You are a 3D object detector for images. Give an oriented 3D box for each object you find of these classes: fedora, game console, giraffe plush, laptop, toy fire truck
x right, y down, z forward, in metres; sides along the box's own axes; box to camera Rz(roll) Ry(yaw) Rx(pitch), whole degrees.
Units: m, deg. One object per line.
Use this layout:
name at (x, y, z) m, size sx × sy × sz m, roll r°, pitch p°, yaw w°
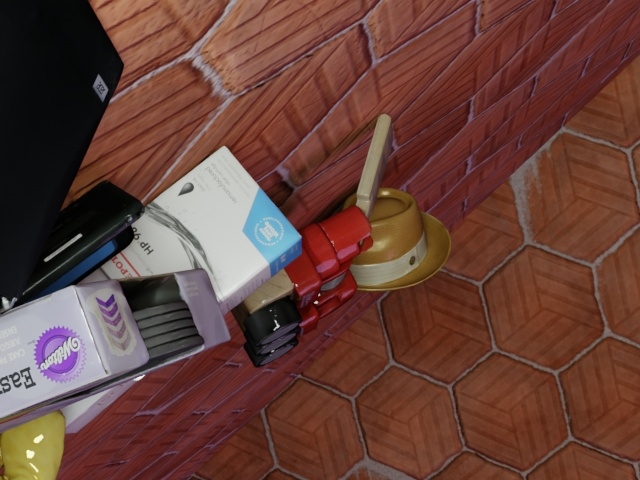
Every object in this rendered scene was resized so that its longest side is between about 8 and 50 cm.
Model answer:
fedora at (0.071, -0.012, 1.693) m, size 0.194 × 0.194 × 0.079 m, roll -34°, pitch 132°, yaw -35°
game console at (-0.176, 0.021, 0.952) m, size 0.122 × 0.071 × 0.107 m, roll -38°, pitch -150°, yaw -15°
giraffe plush at (-0.327, 0.230, 1.156) m, size 0.170 × 0.210 × 0.181 m, roll 15°, pitch 134°, yaw -44°
laptop at (-0.232, -0.030, 0.678) m, size 0.264 × 0.136 × 0.234 m, roll -14°, pitch 169°, yaw -1°
toy fire truck at (0.000, 0.000, 1.447) m, size 0.246 × 0.158 × 0.217 m, roll -28°, pitch 169°, yaw -9°

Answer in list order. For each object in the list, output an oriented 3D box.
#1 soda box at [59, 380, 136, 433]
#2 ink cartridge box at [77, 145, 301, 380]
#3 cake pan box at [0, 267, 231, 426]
soda box at (-0.184, 0.093, 1.301) m, size 0.216 × 0.069 × 0.074 m, roll -41°, pitch 171°, yaw 0°
ink cartridge box at (-0.115, 0.021, 1.110) m, size 0.180 × 0.104 × 0.060 m, roll -39°, pitch 171°, yaw -9°
cake pan box at (-0.214, 0.093, 0.947) m, size 0.267 × 0.070 × 0.246 m, roll -22°, pitch 177°, yaw 13°
